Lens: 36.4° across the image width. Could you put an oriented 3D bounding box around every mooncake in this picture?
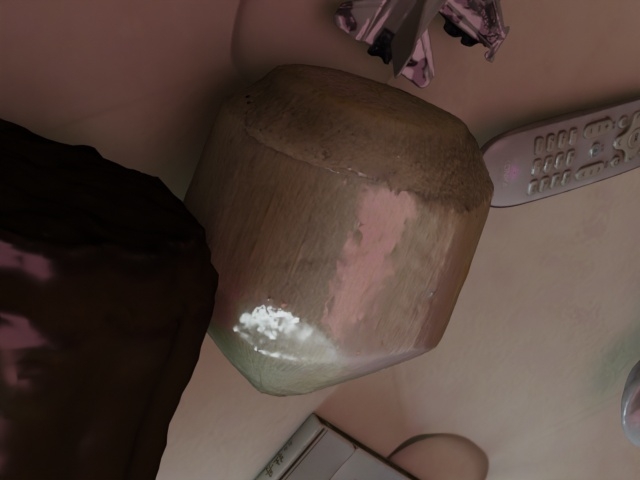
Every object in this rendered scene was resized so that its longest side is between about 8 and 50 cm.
[{"bbox_3d":[-0.217,0.028,0.539,0.324,0.324,0.187,16,101,-30],"label":"mooncake"}]

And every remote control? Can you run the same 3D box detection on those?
[{"bbox_3d":[0.221,-0.084,0.852,0.229,0.044,0.073,-18,124,-26],"label":"remote control"}]

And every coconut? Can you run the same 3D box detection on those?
[{"bbox_3d":[0.000,0.000,0.691,0.224,0.224,0.234,7,117,-28],"label":"coconut"}]

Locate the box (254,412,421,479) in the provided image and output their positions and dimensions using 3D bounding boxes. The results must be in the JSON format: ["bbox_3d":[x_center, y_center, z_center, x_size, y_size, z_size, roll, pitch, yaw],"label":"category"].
[{"bbox_3d":[0.027,0.251,0.933,0.109,0.029,0.198,-49,125,4],"label":"box"}]

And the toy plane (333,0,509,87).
[{"bbox_3d":[0.094,-0.217,0.712,0.160,0.082,0.234,32,84,-23],"label":"toy plane"}]

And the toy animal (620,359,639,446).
[{"bbox_3d":[0.443,0.080,0.977,0.208,0.154,0.325,7,134,-50],"label":"toy animal"}]
